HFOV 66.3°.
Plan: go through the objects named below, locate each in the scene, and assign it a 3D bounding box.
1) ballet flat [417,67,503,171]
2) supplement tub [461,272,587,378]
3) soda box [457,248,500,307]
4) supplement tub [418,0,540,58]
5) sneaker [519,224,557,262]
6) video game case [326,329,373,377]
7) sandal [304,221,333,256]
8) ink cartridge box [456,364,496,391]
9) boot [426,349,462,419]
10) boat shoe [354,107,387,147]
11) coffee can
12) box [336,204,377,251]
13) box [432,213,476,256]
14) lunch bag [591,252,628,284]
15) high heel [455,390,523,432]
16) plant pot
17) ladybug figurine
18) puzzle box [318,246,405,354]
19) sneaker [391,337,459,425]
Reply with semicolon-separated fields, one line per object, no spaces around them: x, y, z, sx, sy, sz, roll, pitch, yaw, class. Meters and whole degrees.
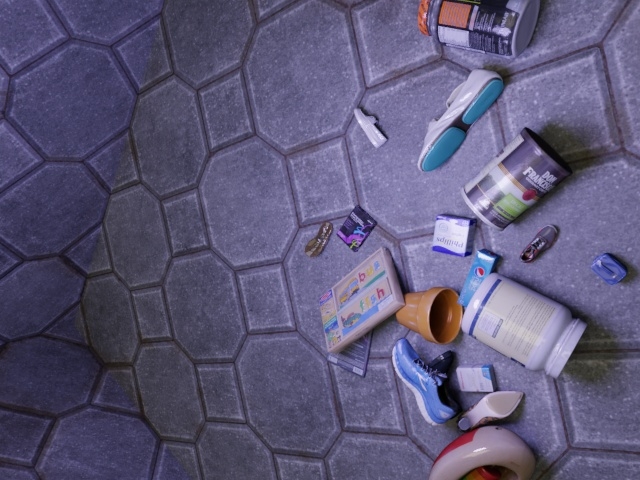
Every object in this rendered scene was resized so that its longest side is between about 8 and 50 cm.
0.464;-0.422;1.711;0.139;0.139;0.400;47;116;21;ballet flat
0.656;0.274;1.592;0.325;0.235;0.235;30;113;29;supplement tub
0.562;0.139;1.740;0.067;0.071;0.210;27;112;29;soda box
0.501;-0.719;1.576;0.338;0.207;0.207;27;111;30;supplement tub
0.717;0.019;1.616;0.061;0.065;0.158;42;118;23;sneaker
0.129;0.430;2.119;0.196;0.026;0.274;17;105;32;video game case
0.000;0.000;2.138;0.072;0.049;0.180;38;102;19;sandal
0.572;0.504;1.798;0.122;0.052;0.089;-11;90;35;ink cartridge box
0.470;0.556;1.849;0.207;0.094;0.246;53;129;22;boot
0.197;-0.452;1.921;0.063;0.066;0.184;-34;74;19;boat shoe
0.621;-0.192;1.571;0.275;0.201;0.201;-48;70;31;coffee can
0.149;-0.049;2.032;0.116;0.029;0.162;45;118;22;box
0.483;-0.020;1.773;0.126;0.072;0.137;12;104;34;box
0.886;0.084;1.506;0.098;0.065;0.067;46;119;21;lunch bag
0.612;0.619;1.789;0.261;0.186;0.093;-28;65;1;high heel
0.390;0.269;1.818;0.188;0.205;0.205;2;98;50;plant pot
0.555;0.809;1.749;0.305;0.162;0.449;30;120;-15;ladybug figurine
0.153;0.244;1.976;0.409;0.052;0.272;-44;39;31;puzzle box
0.388;0.493;1.777;0.147;0.129;0.330;-43;73;35;sneaker
